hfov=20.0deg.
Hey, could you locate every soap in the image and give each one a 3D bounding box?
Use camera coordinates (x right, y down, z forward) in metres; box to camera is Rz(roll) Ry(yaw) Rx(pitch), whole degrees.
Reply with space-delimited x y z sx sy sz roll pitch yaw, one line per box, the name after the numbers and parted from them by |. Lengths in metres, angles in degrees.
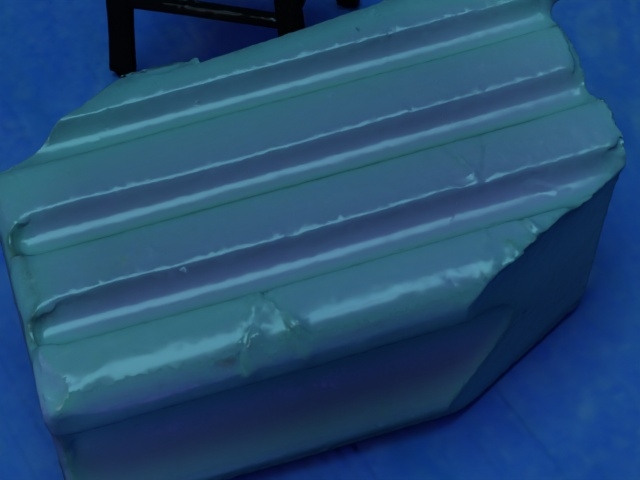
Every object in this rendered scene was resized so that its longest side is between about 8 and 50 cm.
0.000 0.000 0.680 0.230 0.091 0.145 -15 52 -8 | soap

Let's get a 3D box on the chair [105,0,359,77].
-0.047 -0.162 0.742 0.101 0.212 0.084 10 50 15 | chair
